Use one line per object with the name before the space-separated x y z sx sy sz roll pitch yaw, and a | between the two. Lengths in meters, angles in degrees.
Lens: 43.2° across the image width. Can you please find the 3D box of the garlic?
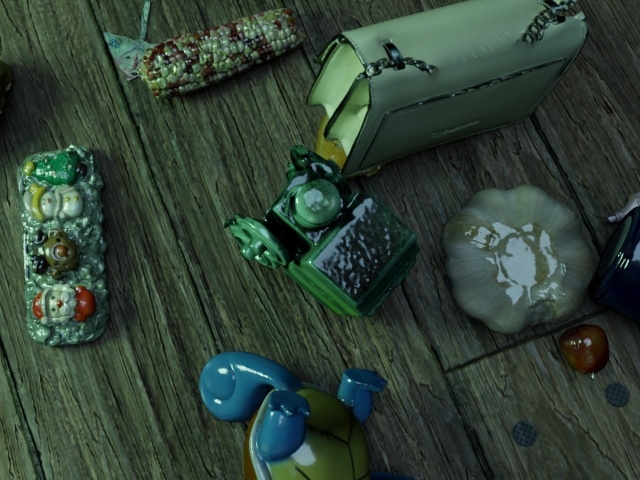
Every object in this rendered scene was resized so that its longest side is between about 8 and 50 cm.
garlic | 0.287 0.026 1.194 0.228 0.152 0.227 1 81 -5

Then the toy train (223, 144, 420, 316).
toy train | 0.000 0.000 1.138 0.238 0.299 0.167 42 81 -4

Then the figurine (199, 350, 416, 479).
figurine | -0.019 0.312 1.097 0.243 0.298 0.416 -36 73 27

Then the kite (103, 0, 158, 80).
kite | -0.301 -0.337 1.367 0.137 0.005 0.152 15 76 2

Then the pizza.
pizza | 0.074 -0.168 1.297 0.161 0.062 0.182 -2 70 7

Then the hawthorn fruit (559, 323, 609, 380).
hawthorn fruit | 0.396 0.160 1.203 0.077 0.077 0.077 0 76 1

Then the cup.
cup | 0.559 0.047 1.201 0.256 0.178 0.255 27 39 9

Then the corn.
corn | -0.160 -0.308 1.315 0.281 0.092 0.092 -21 77 -6

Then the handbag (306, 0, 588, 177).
handbag | 0.179 -0.248 1.184 0.359 0.236 0.160 -19 78 -19

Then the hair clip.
hair clip | -0.399 -0.002 1.241 0.139 0.091 0.321 -8 77 -4

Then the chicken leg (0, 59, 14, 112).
chicken leg | -0.700 -0.179 1.276 0.430 0.152 0.201 -20 64 3

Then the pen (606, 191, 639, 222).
pen | 0.542 -0.064 1.275 0.197 0.032 0.053 -20 77 -6
